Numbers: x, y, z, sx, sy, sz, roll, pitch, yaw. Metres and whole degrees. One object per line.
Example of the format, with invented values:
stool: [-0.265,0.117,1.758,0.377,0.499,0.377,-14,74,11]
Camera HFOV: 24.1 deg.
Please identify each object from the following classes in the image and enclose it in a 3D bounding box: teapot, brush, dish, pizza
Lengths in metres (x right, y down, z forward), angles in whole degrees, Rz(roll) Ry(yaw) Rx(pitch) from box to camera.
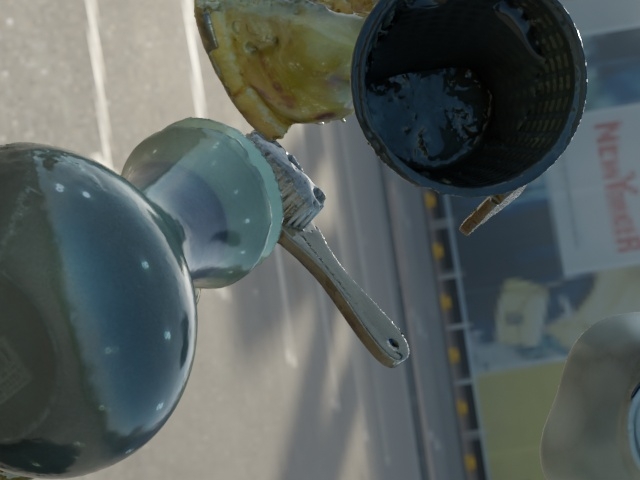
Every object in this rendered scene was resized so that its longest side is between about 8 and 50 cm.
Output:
teapot: [-0.119,0.014,0.843,0.251,0.183,0.184,-37,121,-58]
brush: [0.000,0.000,1.684,0.327,0.065,0.070,52,30,8]
dish: [0.239,0.124,0.963,0.066,0.190,0.191,78,4,-79]
pizza: [-0.032,-0.173,1.471,0.204,0.188,0.081,46,42,-43]

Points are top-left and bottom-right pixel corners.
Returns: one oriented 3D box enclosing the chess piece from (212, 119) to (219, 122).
chess piece: [-0.102,-0.069,1.221,0.172,0.060,0.060,-178,-102,-76]

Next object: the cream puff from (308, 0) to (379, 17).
cream puff: [-0.002,-0.409,1.983,0.343,0.231,0.327,44,46,-11]

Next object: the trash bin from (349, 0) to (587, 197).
trash bin: [0.095,-0.115,1.151,0.161,0.175,0.175,176,-94,-80]

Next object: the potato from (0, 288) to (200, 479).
potato: [-0.258,0.091,1.352,0.369,0.195,0.176,-35,126,-43]

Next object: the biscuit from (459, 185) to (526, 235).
biscuit: [0.167,-0.040,1.389,0.016,0.082,0.092,48,30,7]
